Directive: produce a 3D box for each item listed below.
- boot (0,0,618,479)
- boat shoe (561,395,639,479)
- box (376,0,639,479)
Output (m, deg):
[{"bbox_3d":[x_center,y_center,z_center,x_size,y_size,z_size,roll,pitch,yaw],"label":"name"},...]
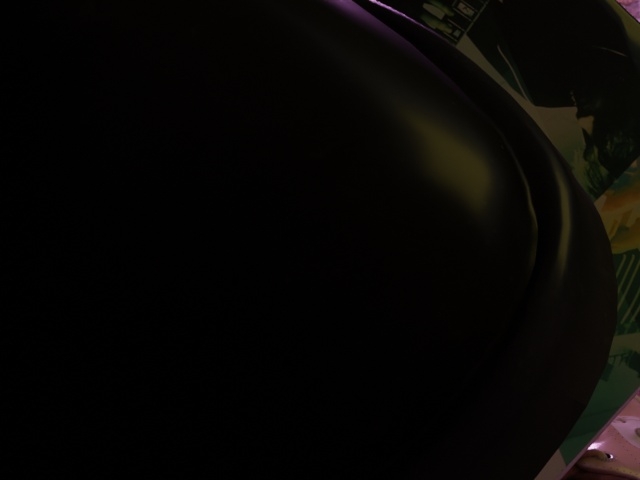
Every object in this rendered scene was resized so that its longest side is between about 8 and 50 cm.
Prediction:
[{"bbox_3d":[-0.186,-0.117,0.350,0.367,0.146,0.445,28,-10,47],"label":"boot"},{"bbox_3d":[0.155,0.147,1.049,0.302,0.109,0.098,49,7,38],"label":"boat shoe"},{"bbox_3d":[0.014,-0.049,0.797,0.322,0.232,0.058,44,-22,3],"label":"box"}]
